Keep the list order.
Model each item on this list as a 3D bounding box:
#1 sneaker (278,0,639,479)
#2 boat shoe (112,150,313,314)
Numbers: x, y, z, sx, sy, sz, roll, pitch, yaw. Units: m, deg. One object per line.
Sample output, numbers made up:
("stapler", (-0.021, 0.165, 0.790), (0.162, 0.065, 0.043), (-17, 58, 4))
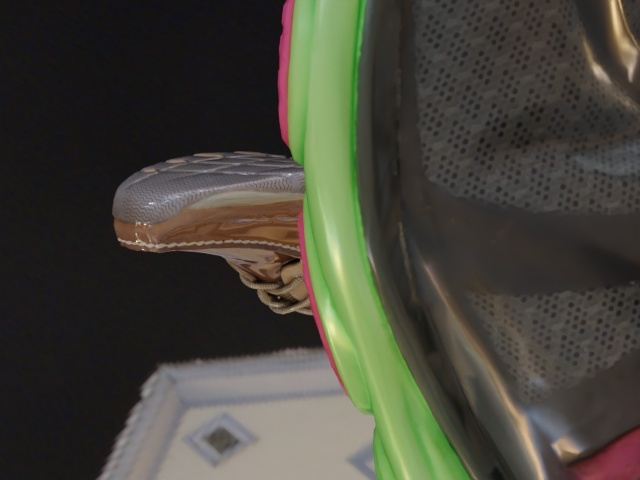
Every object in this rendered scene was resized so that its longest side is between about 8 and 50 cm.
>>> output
("sneaker", (0.117, 0.054, 0.447), (0.202, 0.185, 0.483), (-15, -86, 10))
("boat shoe", (0.000, 0.000, 1.026), (0.324, 0.123, 0.116), (-2, -80, -40))
